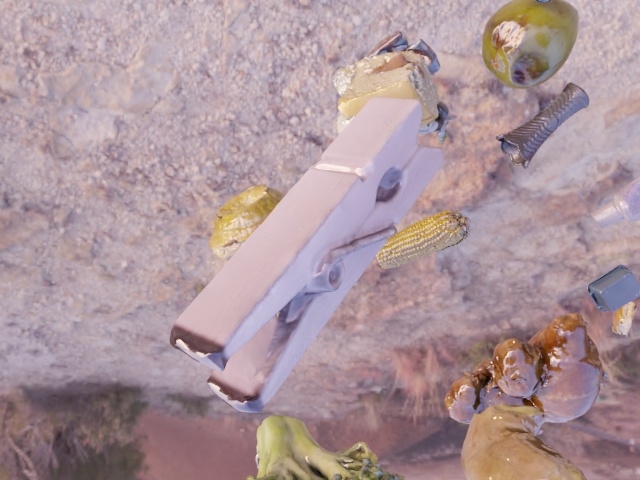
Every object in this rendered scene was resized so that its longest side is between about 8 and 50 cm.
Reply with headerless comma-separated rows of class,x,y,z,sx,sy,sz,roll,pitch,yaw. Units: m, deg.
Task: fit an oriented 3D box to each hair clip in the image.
hair clip,0.004,0.000,0.621,0.085,0.330,0.101,13,144,45

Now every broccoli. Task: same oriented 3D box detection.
broccoli,-0.025,0.437,1.086,0.324,0.272,0.334,14,143,9

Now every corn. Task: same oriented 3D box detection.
corn,0.295,-0.003,1.988,0.318,0.115,0.115,-26,141,30

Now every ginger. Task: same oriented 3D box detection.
ginger,0.299,0.341,1.020,0.138,0.267,0.152,28,105,-28
ginger,0.408,0.279,1.348,0.274,0.152,0.357,30,123,-26

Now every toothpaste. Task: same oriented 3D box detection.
toothpaste,0.745,-0.108,1.501,0.283,0.068,0.099,-28,121,21

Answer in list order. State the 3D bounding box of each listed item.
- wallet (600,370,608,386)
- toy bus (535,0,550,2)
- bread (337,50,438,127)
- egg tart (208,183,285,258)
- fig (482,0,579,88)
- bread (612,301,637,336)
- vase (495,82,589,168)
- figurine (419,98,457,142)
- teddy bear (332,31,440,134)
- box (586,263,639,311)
wallet,0.523,0.276,1.495,0.110,0.031,0.198,37,160,-31
toy bus,0.612,-0.668,1.601,0.275,0.138,0.167,8,168,25
bread,0.189,-0.353,1.714,0.224,0.183,0.211,-13,137,34
egg tart,-0.191,-0.064,1.850,0.290,0.290,0.115,-18,112,29
fig,0.578,-0.548,1.835,0.271,0.239,0.239,-29,149,-6
bread,0.767,0.195,1.707,0.053,0.072,0.106,18,164,22
vase,0.581,-0.302,1.745,0.237,0.115,0.115,-40,143,-1
figurine,0.359,-0.395,2.151,0.147,0.192,0.126,32,123,2
teddy bear,0.197,-0.437,1.988,0.328,0.375,0.362,24,111,0
box,0.626,0.104,1.426,0.099,0.074,0.054,-33,-176,4
